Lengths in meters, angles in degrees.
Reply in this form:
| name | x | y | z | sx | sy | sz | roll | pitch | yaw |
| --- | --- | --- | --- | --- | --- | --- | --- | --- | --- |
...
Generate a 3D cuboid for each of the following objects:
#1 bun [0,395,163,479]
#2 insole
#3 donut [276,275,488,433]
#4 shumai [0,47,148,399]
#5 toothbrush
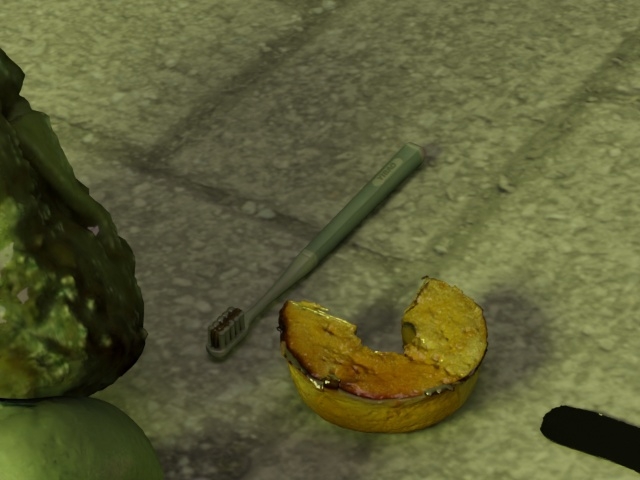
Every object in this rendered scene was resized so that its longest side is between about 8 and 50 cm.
| name | x | y | z | sx | sy | sz | roll | pitch | yaw |
| --- | --- | --- | --- | --- | --- | --- | --- | --- | --- |
| bun | -0.242 | 0.236 | 1.281 | 0.293 | 0.293 | 0.187 | -17 | 72 | -15 |
| insole | 0.270 | 0.173 | 1.468 | 0.188 | 0.004 | 0.064 | 15 | 43 | 23 |
| donut | 0.056 | 0.105 | 1.520 | 0.181 | 0.078 | 0.146 | -9 | 40 | -15 |
| shumai | -0.343 | -0.021 | 1.430 | 0.395 | 0.348 | 0.395 | -5 | 16 | 1 |
| toothbrush | 0.000 | 0.002 | 1.680 | 0.025 | 0.030 | 0.342 | 25 | 46 | 25 |
